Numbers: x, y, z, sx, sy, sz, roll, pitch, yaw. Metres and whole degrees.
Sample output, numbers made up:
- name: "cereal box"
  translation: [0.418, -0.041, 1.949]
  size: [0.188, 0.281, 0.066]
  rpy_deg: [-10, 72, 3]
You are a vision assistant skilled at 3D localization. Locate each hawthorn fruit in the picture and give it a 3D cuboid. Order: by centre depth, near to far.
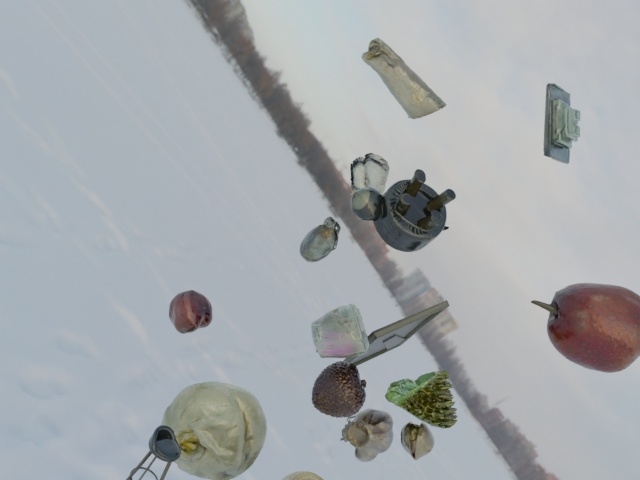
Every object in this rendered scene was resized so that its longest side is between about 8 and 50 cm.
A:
- name: "hawthorn fruit"
  translation: [0.831, 0.255, 1.851]
  size: [0.369, 0.284, 0.285]
  rpy_deg: [17, 4, -1]

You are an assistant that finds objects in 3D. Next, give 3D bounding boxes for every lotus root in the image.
- name: "lotus root"
  translation: [0.002, 0.002, 1.593]
  size: [0.088, 0.165, 0.088]
  rpy_deg: [25, 39, -22]

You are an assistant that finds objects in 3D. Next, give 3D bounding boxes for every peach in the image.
- name: "peach"
  translation: [-0.446, 0.241, 2.034]
  size: [0.152, 0.152, 0.152]
  rpy_deg: [56, 3, -4]

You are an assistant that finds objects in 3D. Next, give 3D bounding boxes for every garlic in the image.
- name: "garlic"
  translation: [0.150, 0.725, 2.280]
  size: [0.257, 0.207, 0.207]
  rpy_deg: [14, -31, 46]

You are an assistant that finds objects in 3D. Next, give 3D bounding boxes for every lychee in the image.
- name: "lychee"
  translation: [0.067, 0.502, 1.985]
  size: [0.194, 0.195, 0.194]
  rpy_deg: [56, 3, -4]

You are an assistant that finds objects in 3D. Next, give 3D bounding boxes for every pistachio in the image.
- name: "pistachio"
  translation: [0.300, 0.625, 1.856]
  size: [0.113, 0.113, 0.149]
  rpy_deg: [58, 0, 41]

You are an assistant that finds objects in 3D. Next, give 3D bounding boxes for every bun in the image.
- name: "bun"
  translation: [-0.364, 0.651, 1.981]
  size: [0.365, 0.365, 0.219]
  rpy_deg: [55, 13, -10]

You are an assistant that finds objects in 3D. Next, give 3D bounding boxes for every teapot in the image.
- name: "teapot"
  translation: [0.054, 0.293, 1.898]
  size: [0.221, 0.178, 0.163]
  rpy_deg: [-78, 153, -85]

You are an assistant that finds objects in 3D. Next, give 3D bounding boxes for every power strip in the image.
- name: "power strip"
  translation: [0.655, -0.308, 1.572]
  size: [0.213, 0.065, 0.198]
  rpy_deg: [-4, 93, -52]

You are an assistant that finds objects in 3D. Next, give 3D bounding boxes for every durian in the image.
- name: "durian"
  translation: [0.307, 0.484, 1.788]
  size: [0.394, 0.198, 0.163]
  rpy_deg: [25, 50, -83]

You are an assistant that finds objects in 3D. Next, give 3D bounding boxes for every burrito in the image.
- name: "burrito"
  translation: [0.184, -0.368, 1.364]
  size: [0.226, 0.087, 0.060]
  rpy_deg: [45, 27, -12]

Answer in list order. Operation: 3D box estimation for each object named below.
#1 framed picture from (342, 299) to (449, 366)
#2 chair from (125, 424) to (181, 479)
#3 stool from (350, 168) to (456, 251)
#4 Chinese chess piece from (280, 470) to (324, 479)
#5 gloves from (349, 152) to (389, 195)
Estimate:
- name: "framed picture"
  translation: [0.250, 0.364, 2.171]
  size: [0.028, 0.326, 0.446]
  rpy_deg: [62, -28, 19]
- name: "chair"
  translation: [-0.439, 0.599, 1.548]
  size: [0.095, 0.221, 0.104]
  rpy_deg: [33, 12, 14]
- name: "stool"
  translation: [0.189, -0.064, 1.317]
  size: [0.139, 0.228, 0.153]
  rpy_deg: [128, -49, -58]
- name: "Chinese chess piece"
  translation: [-0.062, 1.002, 2.201]
  size: [0.270, 0.112, 0.269]
  rpy_deg: [28, 41, -28]
- name: "gloves"
  translation: [0.139, -0.183, 1.680]
  size: [0.114, 0.070, 0.153]
  rpy_deg: [33, -39, 22]
